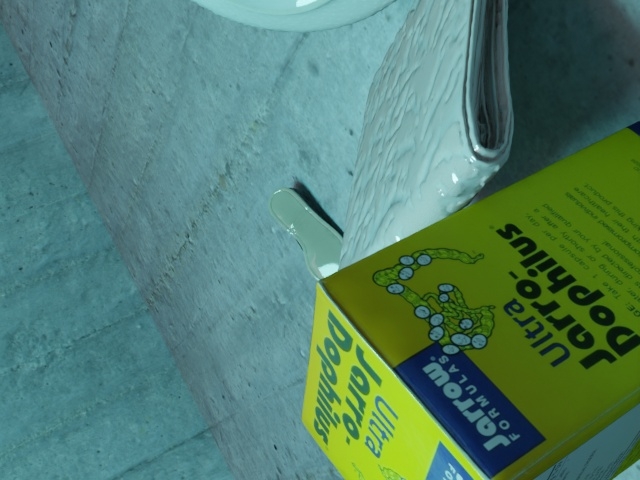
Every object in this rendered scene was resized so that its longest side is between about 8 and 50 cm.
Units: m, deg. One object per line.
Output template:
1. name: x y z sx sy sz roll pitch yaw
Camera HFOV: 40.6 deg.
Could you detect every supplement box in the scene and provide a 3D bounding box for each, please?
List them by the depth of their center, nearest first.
1. supplement box: 0.186 0.083 0.699 0.195 0.356 0.194 47 149 32

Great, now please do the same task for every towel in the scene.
1. towel: 0.099 -0.117 0.833 0.332 0.053 0.317 120 163 -59

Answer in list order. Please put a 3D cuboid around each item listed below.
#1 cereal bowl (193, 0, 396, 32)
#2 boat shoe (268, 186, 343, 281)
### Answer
1. cereal bowl: -0.038 -0.313 0.792 0.339 0.339 0.141 114 165 -58
2. boat shoe: 0.000 0.000 1.351 0.206 0.075 0.065 51 -165 15
